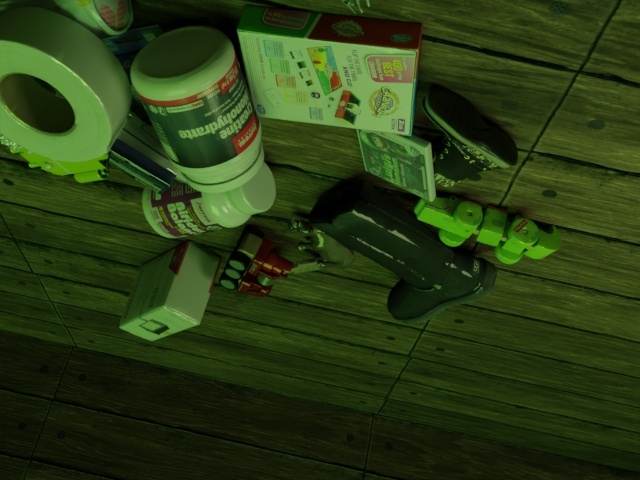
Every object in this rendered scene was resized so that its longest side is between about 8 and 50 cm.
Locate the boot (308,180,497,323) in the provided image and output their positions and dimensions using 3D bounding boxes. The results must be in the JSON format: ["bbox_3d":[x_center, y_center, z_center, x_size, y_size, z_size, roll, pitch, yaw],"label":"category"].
[{"bbox_3d":[0.152,0.040,1.902,0.445,0.146,0.367,27,146,-26],"label":"boot"}]

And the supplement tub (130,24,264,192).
[{"bbox_3d":[-0.220,-0.241,1.434,0.191,0.191,0.272,2,140,19],"label":"supplement tub"}]

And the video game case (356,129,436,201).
[{"bbox_3d":[0.155,-0.170,1.580,0.173,0.022,0.190,29,159,25],"label":"video game case"}]

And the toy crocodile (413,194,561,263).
[{"bbox_3d":[0.380,-0.035,1.739,0.341,0.105,0.115,18,152,1],"label":"toy crocodile"}]

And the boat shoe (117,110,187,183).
[{"bbox_3d":[-0.362,-0.215,1.594,0.267,0.088,0.096,35,170,-25],"label":"boat shoe"}]

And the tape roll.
[{"bbox_3d":[-0.489,-0.273,1.383,0.286,0.100,0.286,11,143,9],"label":"tape roll"}]

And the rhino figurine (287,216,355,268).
[{"bbox_3d":[0.000,0.000,1.972,0.106,0.073,0.243,-6,146,38],"label":"rhino figurine"}]

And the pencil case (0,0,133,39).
[{"bbox_3d":[-0.473,-0.410,1.378,0.273,0.113,0.124,-2,156,24],"label":"pencil case"}]

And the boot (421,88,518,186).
[{"bbox_3d":[0.249,-0.191,1.512,0.236,0.085,0.179,30,151,-26],"label":"boot"}]

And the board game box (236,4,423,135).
[{"bbox_3d":[0.021,-0.307,1.413,0.317,0.064,0.242,9,152,8],"label":"board game box"}]

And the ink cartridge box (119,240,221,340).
[{"bbox_3d":[-0.449,0.156,2.280,0.131,0.226,0.306,30,148,-27],"label":"ink cartridge box"}]

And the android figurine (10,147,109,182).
[{"bbox_3d":[-0.627,-0.224,1.845,0.273,0.056,0.248,-5,147,27],"label":"android figurine"}]

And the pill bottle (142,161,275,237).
[{"bbox_3d":[-0.258,-0.104,1.788,0.302,0.169,0.169,-10,144,36],"label":"pill bottle"}]

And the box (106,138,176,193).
[{"bbox_3d":[-0.365,-0.149,1.559,0.136,0.036,0.225,32,172,-14],"label":"box"}]

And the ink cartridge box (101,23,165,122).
[{"bbox_3d":[-0.329,-0.302,1.575,0.186,0.065,0.311,-2,147,25],"label":"ink cartridge box"}]

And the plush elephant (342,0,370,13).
[{"bbox_3d":[0.018,-0.484,0.932,0.330,0.255,0.272,46,-166,4],"label":"plush elephant"}]

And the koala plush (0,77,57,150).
[{"bbox_3d":[-0.659,-0.312,1.576,0.203,0.196,0.221,2,153,42],"label":"koala plush"}]

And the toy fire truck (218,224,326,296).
[{"bbox_3d":[-0.127,0.075,2.113,0.246,0.158,0.217,27,150,-4],"label":"toy fire truck"}]
